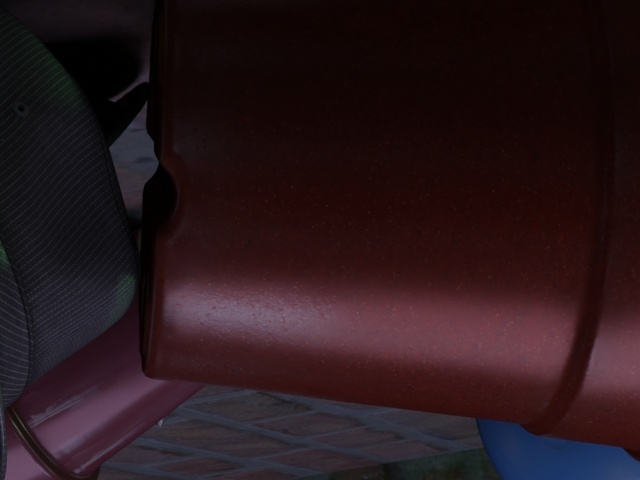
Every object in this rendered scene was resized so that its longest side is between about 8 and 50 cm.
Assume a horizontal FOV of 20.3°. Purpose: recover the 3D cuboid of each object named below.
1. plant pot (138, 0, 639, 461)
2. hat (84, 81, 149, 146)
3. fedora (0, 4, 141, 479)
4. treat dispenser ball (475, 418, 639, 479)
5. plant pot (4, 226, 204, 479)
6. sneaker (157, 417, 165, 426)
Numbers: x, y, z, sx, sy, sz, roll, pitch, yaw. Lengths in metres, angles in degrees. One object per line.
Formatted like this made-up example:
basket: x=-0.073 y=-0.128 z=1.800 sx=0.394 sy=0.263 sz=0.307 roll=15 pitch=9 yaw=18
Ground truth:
plant pot: x=0.046 y=-0.027 z=0.891 sx=0.265 sy=0.272 sz=0.272 roll=2 pitch=165 yaw=-8
hat: x=-0.228 y=-0.078 z=0.982 sx=0.208 sy=0.183 sz=0.173 roll=-48 pitch=-167 yaw=-21
fedora: x=-0.174 y=-0.019 z=0.834 sx=0.124 sy=0.275 sz=0.244 roll=-29 pitch=158 yaw=-31
treat dispenser ball: x=0.274 y=0.123 z=1.532 sx=0.288 sy=0.288 sz=0.288 roll=-7 pitch=167 yaw=-2
plant pot: x=-0.184 y=0.085 z=1.367 sx=0.180 sy=0.201 sz=0.201 roll=-25 pitch=164 yaw=9
sneaker: x=-0.198 y=0.165 z=1.991 sx=0.065 sy=0.061 sz=0.158 roll=19 pitch=167 yaw=6
